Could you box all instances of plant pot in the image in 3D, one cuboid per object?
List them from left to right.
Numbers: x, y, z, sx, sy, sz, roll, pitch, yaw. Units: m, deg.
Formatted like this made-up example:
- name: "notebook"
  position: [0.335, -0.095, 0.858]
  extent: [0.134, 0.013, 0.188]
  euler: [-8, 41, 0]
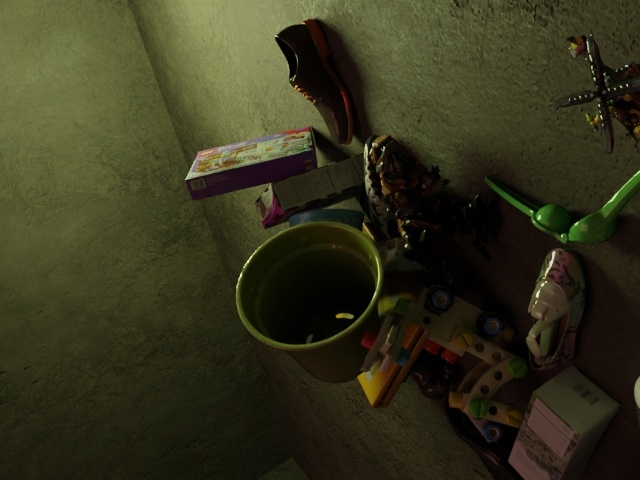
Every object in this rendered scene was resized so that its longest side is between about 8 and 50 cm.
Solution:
- name: "plant pot"
  position: [0.010, 0.146, 1.106]
  extent: [0.276, 0.276, 0.254]
  euler: [46, 167, 39]

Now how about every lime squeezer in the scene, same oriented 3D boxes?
- name: "lime squeezer"
  position: [0.327, -0.047, 0.757]
  extent: [0.310, 0.058, 0.110]
  euler: [0, 114, 68]

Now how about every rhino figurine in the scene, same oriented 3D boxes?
- name: "rhino figurine"
  position: [0.226, 0.260, 1.309]
  extent: [0.106, 0.073, 0.243]
  euler: [98, 149, -48]

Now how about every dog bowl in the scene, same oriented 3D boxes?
- name: "dog bowl"
  position: [0.000, 0.000, 1.272]
  extent: [0.297, 0.165, 0.074]
  euler: [139, 128, -73]

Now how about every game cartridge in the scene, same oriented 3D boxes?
- name: "game cartridge"
  position: [0.116, 0.156, 1.258]
  extent: [0.324, 0.052, 0.286]
  euler: [58, 135, 45]

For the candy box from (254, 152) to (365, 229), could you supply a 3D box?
- name: "candy box"
  position: [-0.013, -0.108, 1.232]
  extent: [0.071, 0.233, 0.159]
  euler: [68, 158, 4]

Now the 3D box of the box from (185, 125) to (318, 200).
- name: "box"
  position: [-0.154, -0.185, 1.321]
  extent: [0.201, 0.292, 0.057]
  euler: [-95, -8, -63]

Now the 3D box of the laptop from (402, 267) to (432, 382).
- name: "laptop"
  position: [0.144, 0.146, 1.283]
  extent: [0.136, 0.265, 0.234]
  euler: [33, 172, -25]

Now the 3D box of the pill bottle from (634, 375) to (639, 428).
- name: "pill bottle"
  position: [0.451, 0.220, 0.691]
  extent: [0.108, 0.108, 0.194]
  euler: [17, 130, 62]

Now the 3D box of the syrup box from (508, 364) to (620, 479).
- name: "syrup box"
  position: [0.400, 0.329, 0.945]
  extent: [0.093, 0.096, 0.237]
  euler: [46, 152, 40]

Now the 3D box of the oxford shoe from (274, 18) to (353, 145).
- name: "oxford shoe"
  position: [-0.014, -0.319, 1.186]
  extent: [0.272, 0.098, 0.097]
  euler: [66, 159, -5]

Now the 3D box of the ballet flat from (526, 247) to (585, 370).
- name: "ballet flat"
  position: [0.349, 0.118, 0.854]
  extent: [0.077, 0.079, 0.222]
  euler: [39, 147, 49]

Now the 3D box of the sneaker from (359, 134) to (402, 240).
- name: "sneaker"
  position: [0.116, -0.103, 1.154]
  extent: [0.106, 0.078, 0.235]
  euler: [24, 137, 56]

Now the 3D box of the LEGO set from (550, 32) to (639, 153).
- name: "LEGO set"
  position: [0.356, -0.087, 0.433]
  extent: [0.331, 0.192, 0.255]
  euler: [-5, 108, 64]

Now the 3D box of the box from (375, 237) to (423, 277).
- name: "box"
  position: [0.094, 0.054, 1.202]
  extent: [0.324, 0.067, 0.063]
  euler: [-20, 68, 59]

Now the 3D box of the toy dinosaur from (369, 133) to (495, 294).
- name: "toy dinosaur"
  position: [0.199, -0.040, 0.996]
  extent: [0.321, 0.164, 0.218]
  euler: [35, -173, -24]

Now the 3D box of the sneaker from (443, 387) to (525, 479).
- name: "sneaker"
  position: [0.357, 0.429, 1.157]
  extent: [0.286, 0.109, 0.130]
  euler: [48, 159, 41]

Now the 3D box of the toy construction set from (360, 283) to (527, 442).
- name: "toy construction set"
  position: [0.225, 0.204, 1.001]
  extent: [0.327, 0.215, 0.151]
  euler: [27, 179, -12]
